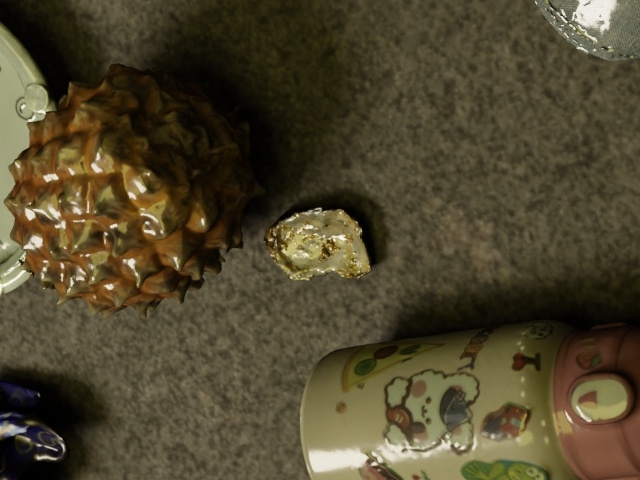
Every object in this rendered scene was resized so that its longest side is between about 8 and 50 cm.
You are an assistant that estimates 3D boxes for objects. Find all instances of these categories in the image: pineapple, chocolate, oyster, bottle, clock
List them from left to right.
[{"bbox_3d":[-0.324,0.210,1.524,0.343,0.126,0.148,-20,69,26],"label":"chocolate"},{"bbox_3d":[-0.272,-0.072,1.419,0.236,0.053,0.236,9,111,24],"label":"clock"},{"bbox_3d":[-0.134,-0.023,1.300,0.166,0.166,0.193,53,131,3],"label":"pineapple"},{"bbox_3d":[-0.003,0.001,1.314,0.083,0.019,0.054,-1,108,28],"label":"oyster"},{"bbox_3d":[0.119,0.110,1.224,0.253,0.120,0.120,-12,102,32],"label":"bottle"}]

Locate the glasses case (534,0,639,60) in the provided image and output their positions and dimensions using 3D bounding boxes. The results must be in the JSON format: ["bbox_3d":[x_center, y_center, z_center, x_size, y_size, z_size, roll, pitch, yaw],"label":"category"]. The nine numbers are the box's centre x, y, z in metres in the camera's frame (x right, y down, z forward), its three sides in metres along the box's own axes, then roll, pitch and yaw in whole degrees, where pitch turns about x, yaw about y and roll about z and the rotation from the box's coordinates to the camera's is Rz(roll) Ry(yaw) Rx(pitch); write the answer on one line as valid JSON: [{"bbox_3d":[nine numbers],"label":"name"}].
[{"bbox_3d":[0.218,-0.218,1.081,0.109,0.067,0.282,46,125,11],"label":"glasses case"}]
